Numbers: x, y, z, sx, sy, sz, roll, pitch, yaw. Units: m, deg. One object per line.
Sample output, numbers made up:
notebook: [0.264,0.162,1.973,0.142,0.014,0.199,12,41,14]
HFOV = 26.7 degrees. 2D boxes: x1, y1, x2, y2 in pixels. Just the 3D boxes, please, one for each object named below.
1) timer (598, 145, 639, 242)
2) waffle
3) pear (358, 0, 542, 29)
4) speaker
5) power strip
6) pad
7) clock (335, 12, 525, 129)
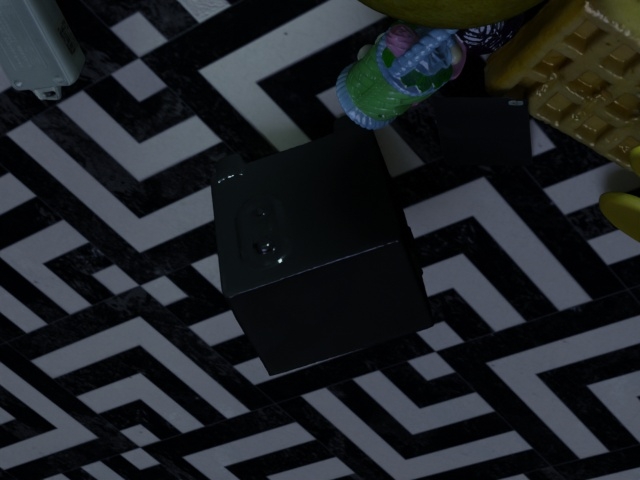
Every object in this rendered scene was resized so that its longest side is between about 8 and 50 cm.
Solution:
timer: [0.513,0.015,1.573,0.387,0.376,0.376,33,140,10]
waffle: [0.340,-0.184,1.557,0.247,0.055,0.221,28,152,-12]
pear: [0.126,-0.348,1.299,0.303,0.304,0.304,9,139,8]
speaker: [0.000,0.000,1.718,0.232,0.254,0.184,-18,133,7]
power strip: [-0.396,-0.316,1.669,0.098,0.058,0.338,-3,136,20]
pad: [0.203,-0.133,1.675,0.116,0.004,0.193,3,160,11]
clock: [0.128,-0.221,1.522,0.100,0.194,0.195,51,131,-4]
